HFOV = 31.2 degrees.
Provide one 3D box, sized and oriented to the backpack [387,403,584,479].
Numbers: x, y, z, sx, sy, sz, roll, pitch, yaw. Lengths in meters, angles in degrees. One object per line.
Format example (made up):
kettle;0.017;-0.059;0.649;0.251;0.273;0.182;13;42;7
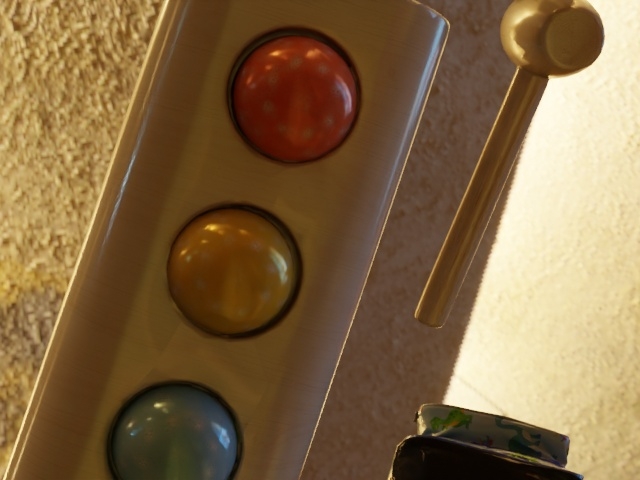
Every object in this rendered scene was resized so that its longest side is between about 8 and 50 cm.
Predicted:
backpack;0.088;0.142;0.623;0.105;0.084;0.114;11;-28;7

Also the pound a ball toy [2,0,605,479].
pound a ball toy;0.000;0.000;0.534;0.208;0.136;0.319;19;-89;-11
